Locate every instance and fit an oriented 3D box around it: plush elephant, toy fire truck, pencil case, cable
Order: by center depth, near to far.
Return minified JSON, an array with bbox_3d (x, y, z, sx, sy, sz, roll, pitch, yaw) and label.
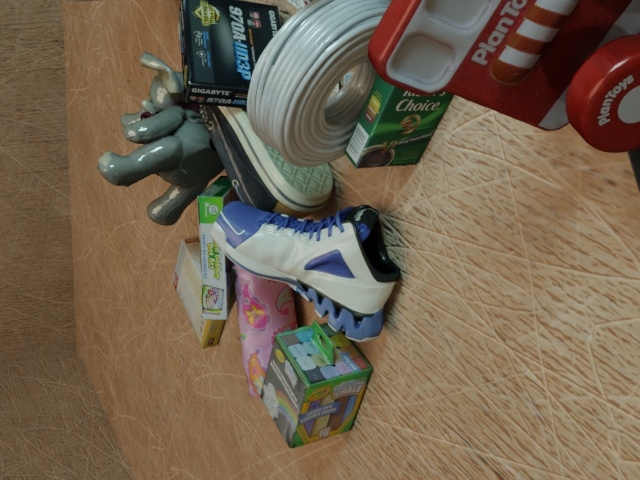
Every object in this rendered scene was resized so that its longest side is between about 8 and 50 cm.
[{"bbox_3d":[0.208,-0.227,0.553,0.302,0.253,0.169,-59,32,34],"label":"toy fire truck"},{"bbox_3d":[0.026,-0.210,0.910,0.089,0.257,0.257,48,132,24],"label":"cable"},{"bbox_3d":[-0.104,0.166,1.362,0.124,0.124,0.284,-8,91,59],"label":"pencil case"},{"bbox_3d":[-0.317,-0.244,1.444,0.255,0.330,0.272,58,-173,27],"label":"plush elephant"}]

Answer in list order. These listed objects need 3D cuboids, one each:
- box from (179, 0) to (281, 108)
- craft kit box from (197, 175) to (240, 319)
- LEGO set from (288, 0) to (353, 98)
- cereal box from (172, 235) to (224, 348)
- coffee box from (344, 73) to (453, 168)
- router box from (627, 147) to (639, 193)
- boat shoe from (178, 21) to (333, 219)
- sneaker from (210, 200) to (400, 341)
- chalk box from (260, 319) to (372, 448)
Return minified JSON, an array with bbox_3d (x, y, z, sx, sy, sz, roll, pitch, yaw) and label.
[{"bbox_3d":[-0.148,-0.322,1.170,0.051,0.175,0.220,119,148,-53],"label":"box"},{"bbox_3d":[-0.201,0.006,1.414,0.250,0.060,0.247,-81,-6,-75],"label":"craft kit box"},{"bbox_3d":[0.005,-0.312,1.111,0.244,0.060,0.183,15,106,58],"label":"LEGO set"},{"bbox_3d":[-0.312,0.132,1.759,0.240,0.047,0.173,58,142,33],"label":"cereal box"},{"bbox_3d":[0.113,-0.177,0.911,0.040,0.113,0.184,60,142,33],"label":"coffee box"},{"bbox_3d":[0.348,-0.079,0.610,0.133,0.046,0.179,-26,75,59],"label":"router box"},{"bbox_3d":[-0.145,-0.233,1.260,0.156,0.186,0.500,-48,62,44],"label":"boat shoe"},{"bbox_3d":[0.001,0.001,1.082,0.315,0.127,0.182,33,119,7],"label":"sneaker"},{"bbox_3d":[-0.006,0.234,1.201,0.132,0.132,0.213,52,138,41],"label":"chalk box"}]
